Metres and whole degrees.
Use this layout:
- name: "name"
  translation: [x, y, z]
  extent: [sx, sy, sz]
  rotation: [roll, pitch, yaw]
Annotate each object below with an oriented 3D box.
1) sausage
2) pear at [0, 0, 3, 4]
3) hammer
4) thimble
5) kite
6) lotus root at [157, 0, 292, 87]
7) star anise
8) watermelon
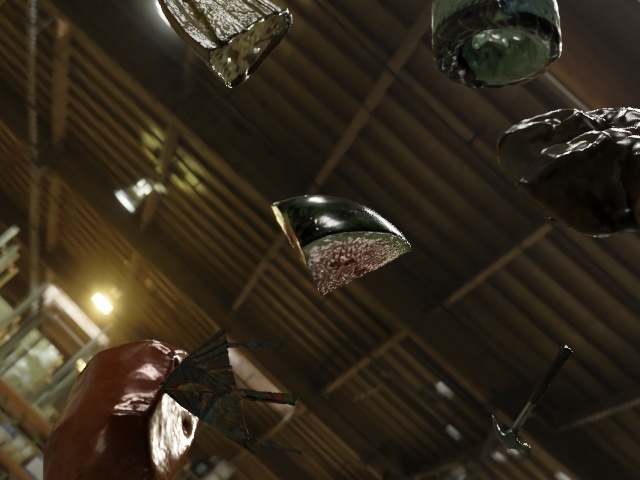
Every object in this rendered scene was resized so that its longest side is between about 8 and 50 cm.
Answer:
- name: "sausage"
  translation: [-0.232, 0.226, 1.275]
  extent: [0.141, 0.268, 0.153]
  rotation: [-13, -64, 17]
- name: "pear"
  translation: [-0.415, -0.318, 0.928]
  extent: [0.348, 0.348, 0.348]
  rotation: [36, -25, 20]
- name: "hammer"
  translation: [0.448, 0.325, 2.237]
  extent: [0.103, 0.246, 0.029]
  rotation: [30, 4, -1]
- name: "thimble"
  translation: [0.304, -0.378, 1.857]
  extent: [0.237, 0.150, 0.237]
  rotation: [-1, -26, 0]
- name: "kite"
  translation: [-0.099, 0.161, 1.134]
  extent: [0.160, 0.010, 0.183]
  rotation: [2, -55, 16]
- name: "lotus root"
  translation: [-0.117, -0.243, 1.236]
  extent: [0.135, 0.159, 0.095]
  rotation: [46, -47, 24]
- name: "star anise"
  translation: [0.313, -0.066, 0.948]
  extent: [0.315, 0.315, 0.108]
  rotation: [16, -59, 48]
- name: "watermelon"
  translation: [0.007, -0.019, 1.391]
  extent: [0.137, 0.193, 0.145]
  rotation: [-52, -129, 31]
